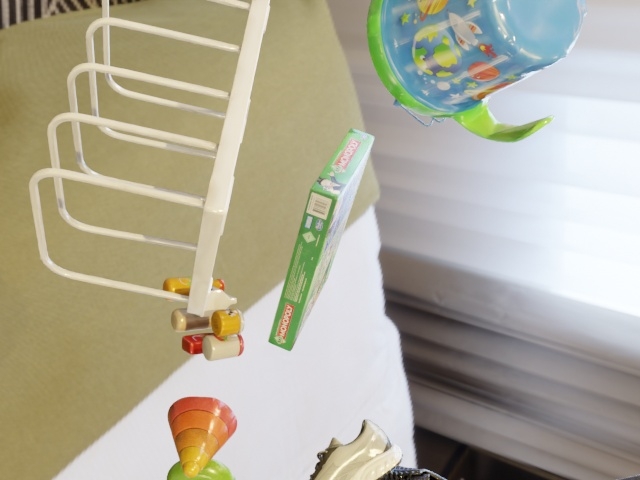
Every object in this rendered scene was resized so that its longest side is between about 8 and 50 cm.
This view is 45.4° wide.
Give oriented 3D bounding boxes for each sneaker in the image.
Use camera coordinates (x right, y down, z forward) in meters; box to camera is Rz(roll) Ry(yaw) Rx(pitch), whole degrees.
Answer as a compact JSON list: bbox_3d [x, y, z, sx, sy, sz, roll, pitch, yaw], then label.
[{"bbox_3d":[0.177,0.526,1.673,0.090,0.232,0.081,129,-29,-57],"label":"sneaker"},{"bbox_3d":[0.015,0.428,1.374,0.271,0.108,0.100,-34,171,-15],"label":"sneaker"}]

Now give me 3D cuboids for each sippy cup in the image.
[{"bbox_3d":[0.216,-0.295,1.021,0.305,0.224,0.240,28,75,-25],"label":"sippy cup"}]

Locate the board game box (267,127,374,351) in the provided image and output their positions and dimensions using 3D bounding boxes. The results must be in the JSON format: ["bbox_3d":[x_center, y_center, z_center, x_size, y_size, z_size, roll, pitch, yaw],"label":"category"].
[{"bbox_3d":[0.000,0.000,1.249,0.213,0.046,0.317,-62,171,-53],"label":"board game box"}]

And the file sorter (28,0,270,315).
[{"bbox_3d":[-0.167,-0.102,0.776,0.193,0.173,0.278,111,-12,-55],"label":"file sorter"}]

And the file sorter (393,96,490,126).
[{"bbox_3d":[0.253,-0.310,1.529,0.104,0.170,0.118,34,68,-27],"label":"file sorter"}]

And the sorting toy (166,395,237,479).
[{"bbox_3d":[-0.215,0.445,1.326,0.126,0.127,0.365,-86,-179,-60],"label":"sorting toy"}]

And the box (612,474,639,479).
[{"bbox_3d":[0.362,0.457,0.928,0.179,0.343,0.312,62,30,-7],"label":"box"}]

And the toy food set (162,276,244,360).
[{"bbox_3d":[-0.163,0.124,1.231,0.104,0.232,0.111,-4,99,-33],"label":"toy food set"}]
